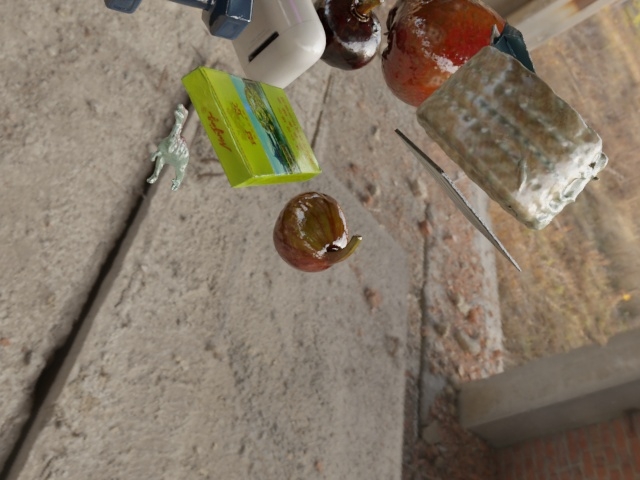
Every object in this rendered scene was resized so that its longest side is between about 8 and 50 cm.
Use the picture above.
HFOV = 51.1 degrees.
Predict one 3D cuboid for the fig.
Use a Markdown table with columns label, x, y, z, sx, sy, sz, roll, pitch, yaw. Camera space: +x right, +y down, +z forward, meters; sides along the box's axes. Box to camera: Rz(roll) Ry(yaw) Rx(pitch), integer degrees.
| label | x | y | z | sx | sy | sz | roll | pitch | yaw |
| --- | --- | --- | --- | --- | --- | --- | --- | --- | --- |
| fig | -0.004 | 0.003 | 1.427 | 0.175 | 0.175 | 0.207 | 19 | 23 | -48 |

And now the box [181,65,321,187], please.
| label | x | y | z | sx | sy | sz | roll | pitch | yaw |
| --- | --- | --- | --- | --- | --- | --- | --- | --- | --- |
| box | -0.103 | -0.186 | 1.140 | 0.187 | 0.047 | 0.335 | 65 | 20 | 1 |

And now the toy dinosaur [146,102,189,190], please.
| label | x | y | z | sx | sy | sz | roll | pitch | yaw |
| --- | --- | --- | --- | --- | --- | --- | --- | --- | --- |
| toy dinosaur | -0.310 | -0.185 | 1.451 | 0.053 | 0.167 | 0.242 | 24 | -7 | 8 |

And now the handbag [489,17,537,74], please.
| label | x | y | z | sx | sy | sz | roll | pitch | yaw |
| --- | --- | --- | --- | --- | --- | --- | --- | --- | --- |
| handbag | 0.374 | -0.291 | 1.237 | 0.221 | 0.057 | 0.144 | 57 | 21 | -24 |

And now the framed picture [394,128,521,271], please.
| label | x | y | z | sx | sy | sz | roll | pitch | yaw |
| --- | --- | --- | --- | --- | --- | --- | --- | --- | --- |
| framed picture | 0.290 | -0.088 | 1.417 | 0.324 | 0.013 | 0.244 | 43 | 9 | -31 |

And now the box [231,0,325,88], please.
| label | x | y | z | sx | sy | sz | roll | pitch | yaw |
| --- | --- | --- | --- | --- | --- | --- | --- | --- | --- |
| box | -0.141 | -0.607 | 1.848 | 0.141 | 0.289 | 0.348 | -19 | 84 | -46 |

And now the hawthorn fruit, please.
| label | x | y | z | sx | sy | sz | roll | pitch | yaw |
| --- | --- | --- | --- | --- | --- | --- | --- | --- | --- |
| hawthorn fruit | 0.313 | -0.417 | 1.519 | 0.369 | 0.284 | 0.284 | 22 | 40 | -2 |

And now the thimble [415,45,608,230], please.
| label | x | y | z | sx | sy | sz | roll | pitch | yaw |
| --- | --- | --- | --- | --- | --- | --- | --- | --- | --- |
| thimble | 0.247 | -0.140 | 0.886 | 0.196 | 0.148 | 0.229 | 36 | 12 | -41 |

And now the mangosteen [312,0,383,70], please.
| label | x | y | z | sx | sy | sz | roll | pitch | yaw |
| --- | --- | --- | --- | --- | --- | --- | --- | --- | --- |
| mangosteen | 0.085 | -0.620 | 1.919 | 0.236 | 0.261 | 0.235 | 15 | 61 | -28 |

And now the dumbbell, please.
| label | x | y | z | sx | sy | sz | roll | pitch | yaw |
| --- | --- | --- | --- | --- | --- | --- | --- | --- | --- |
| dumbbell | -0.310 | -0.549 | 1.463 | 0.325 | 0.144 | 0.160 | 5 | 38 | -36 |
